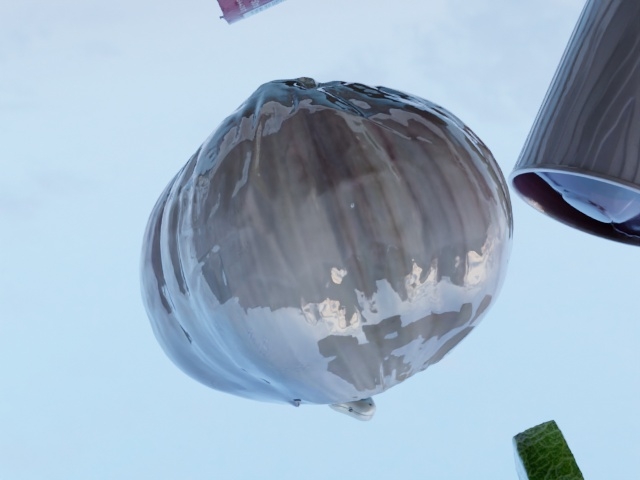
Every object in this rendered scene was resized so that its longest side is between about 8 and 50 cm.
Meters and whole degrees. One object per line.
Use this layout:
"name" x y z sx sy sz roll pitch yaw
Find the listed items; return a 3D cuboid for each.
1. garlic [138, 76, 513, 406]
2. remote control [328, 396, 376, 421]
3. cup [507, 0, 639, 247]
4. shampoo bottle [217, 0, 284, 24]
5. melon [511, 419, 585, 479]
"garlic" 0.000 0.000 0.750 0.317 0.259 0.317 -9 176 -1
"remote control" 0.047 0.219 1.354 0.074 0.032 0.122 22 -165 -2
"cup" 0.388 -0.138 1.054 0.288 0.273 0.208 12 165 41
"shampoo bottle" 0.008 -0.363 1.142 0.314 0.076 0.118 -24 165 2
"melon" 0.241 0.282 0.914 0.064 0.209 0.118 -19 169 5
